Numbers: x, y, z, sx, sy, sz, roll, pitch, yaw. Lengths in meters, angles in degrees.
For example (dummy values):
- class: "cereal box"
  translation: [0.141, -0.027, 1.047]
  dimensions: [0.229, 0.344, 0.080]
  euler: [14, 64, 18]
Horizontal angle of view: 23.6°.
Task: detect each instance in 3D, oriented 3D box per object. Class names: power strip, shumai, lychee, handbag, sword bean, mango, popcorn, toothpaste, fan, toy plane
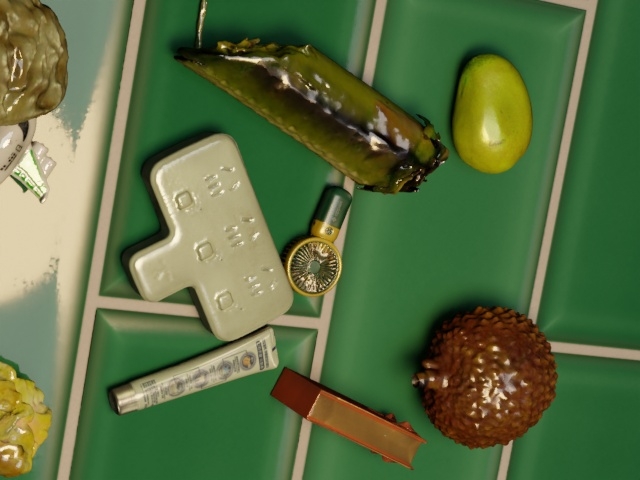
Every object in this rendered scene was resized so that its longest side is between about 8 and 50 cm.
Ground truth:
- class: "power strip"
  translation: [-0.160, 0.010, 1.985]
  dimensions: [0.194, 0.059, 0.265]
  euler: [-27, 110, -18]
- class: "shumai"
  translation: [-0.416, -0.296, 1.669]
  dimensions: [0.292, 0.330, 0.288]
  euler: [24, 106, 16]
- class: "lychee"
  translation: [0.227, 0.189, 2.123]
  dimensions: [0.238, 0.200, 0.200]
  euler: [4, 98, -37]
- class: "handbag"
  translation: [0.040, 0.243, 2.081]
  dimensions: [0.190, 0.127, 0.063]
  euler: [28, 87, -27]
- class: "sword bean"
  translation: [-0.154, -0.266, 1.963]
  dimensions: [0.012, 0.012, 0.083]
  euler: [3, 100, -25]
- class: "mango"
  translation: [0.242, -0.173, 2.115]
  dimensions: [0.117, 0.089, 0.163]
  euler: [6, 96, -25]
- class: "popcorn"
  translation: [-0.402, 0.217, 1.887]
  dimensions: [0.126, 0.126, 0.145]
  euler: [-15, 124, 5]
- class: "toothpaste"
  translation: [-0.163, 0.176, 2.026]
  dimensions: [0.239, 0.039, 0.062]
  euler: [-18, 111, -22]
- class: "fan"
  translation: [0.000, 0.000, 2.066]
  dimensions: [0.082, 0.039, 0.155]
  euler: [25, 88, -25]
- class: "toy plane"
  translation: [-0.400, -0.100, 1.845]
  dimensions: [0.174, 0.080, 0.174]
  euler: [-4, 99, -25]

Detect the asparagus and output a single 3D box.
- class: "asparagus"
  translation: [-0.006, -0.181, 1.990]
  dimensions: [0.382, 0.108, 0.128]
  euler: [32, 118, -25]
